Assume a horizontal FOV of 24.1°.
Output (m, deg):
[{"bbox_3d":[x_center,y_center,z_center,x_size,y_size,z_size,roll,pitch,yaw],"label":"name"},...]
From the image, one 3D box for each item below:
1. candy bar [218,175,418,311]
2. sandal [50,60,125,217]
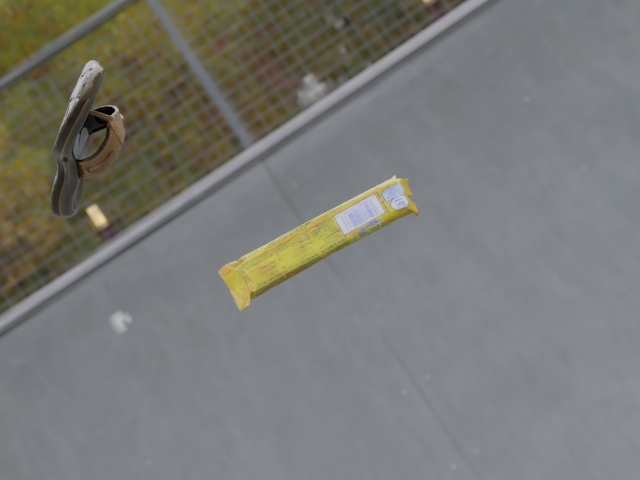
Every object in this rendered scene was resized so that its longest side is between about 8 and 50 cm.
[{"bbox_3d":[0.000,0.000,1.136,0.161,0.040,0.018,-28,-29,1],"label":"candy bar"},{"bbox_3d":[-0.217,-0.089,1.421,0.219,0.060,0.090,111,172,-53],"label":"sandal"}]
